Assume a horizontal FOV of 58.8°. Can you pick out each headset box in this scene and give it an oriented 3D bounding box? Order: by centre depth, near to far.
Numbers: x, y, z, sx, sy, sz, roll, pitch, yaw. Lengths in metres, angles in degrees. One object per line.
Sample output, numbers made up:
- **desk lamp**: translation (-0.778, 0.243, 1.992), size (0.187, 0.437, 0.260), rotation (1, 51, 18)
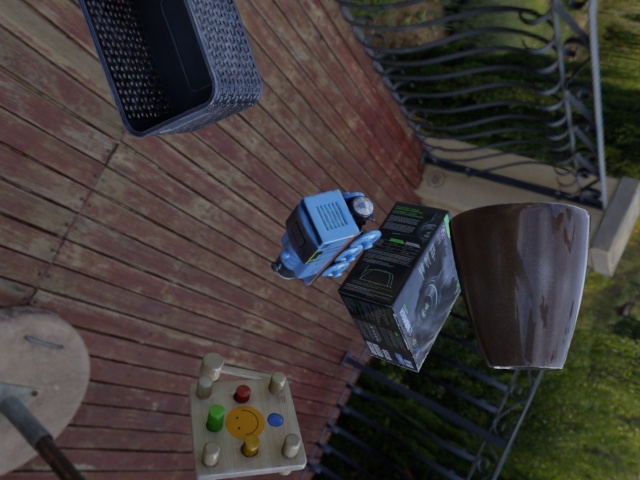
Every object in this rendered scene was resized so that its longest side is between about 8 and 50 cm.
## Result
- **headset box**: translation (0.193, 0.090, 1.225), size (0.283, 0.131, 0.246), rotation (-54, 139, -28)

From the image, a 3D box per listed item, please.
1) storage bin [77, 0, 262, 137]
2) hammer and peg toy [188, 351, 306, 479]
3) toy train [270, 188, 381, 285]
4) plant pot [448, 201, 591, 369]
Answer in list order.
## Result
- **storage bin**: translation (-0.149, -0.204, 0.562), size (0.084, 0.122, 0.180), rotation (-27, 100, -61)
- **hammer and peg toy**: translation (-0.186, 0.405, 1.398), size (0.266, 0.361, 0.127), rotation (1, 128, -17)
- **toy train**: translation (0.000, 0.000, 0.728), size (0.105, 0.080, 0.184), rotation (-13, 162, -28)
- **plant pot**: translation (0.310, 0.082, 0.882), size (0.215, 0.216, 0.230), rotation (25, 64, -58)
